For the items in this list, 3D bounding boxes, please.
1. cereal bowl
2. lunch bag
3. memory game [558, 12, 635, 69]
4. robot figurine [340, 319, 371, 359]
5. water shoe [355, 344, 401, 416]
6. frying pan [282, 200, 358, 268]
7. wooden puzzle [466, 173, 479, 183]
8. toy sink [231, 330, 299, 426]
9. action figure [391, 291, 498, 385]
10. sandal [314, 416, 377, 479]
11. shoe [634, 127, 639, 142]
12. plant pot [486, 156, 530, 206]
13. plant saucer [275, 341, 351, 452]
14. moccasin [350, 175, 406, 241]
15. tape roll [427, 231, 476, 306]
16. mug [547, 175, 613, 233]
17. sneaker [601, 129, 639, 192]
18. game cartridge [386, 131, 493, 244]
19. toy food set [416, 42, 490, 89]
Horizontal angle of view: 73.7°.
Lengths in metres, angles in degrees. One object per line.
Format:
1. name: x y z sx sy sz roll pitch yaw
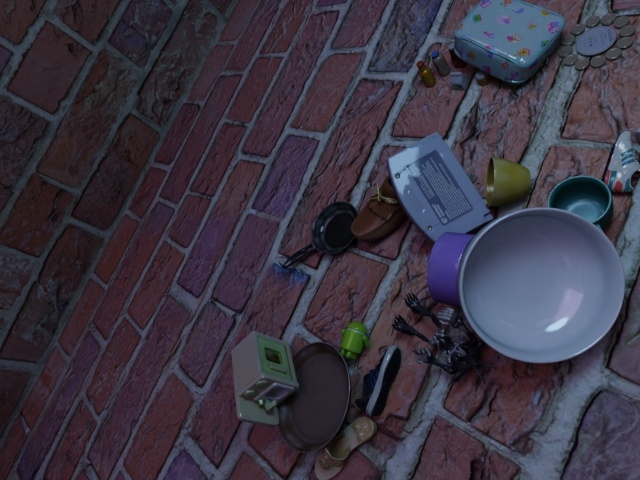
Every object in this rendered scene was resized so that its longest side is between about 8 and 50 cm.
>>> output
1. cereal bowl: 0.475 0.095 0.974 0.339 0.141 0.338 0 91 6
2. lunch bag: 0.568 -0.611 1.286 0.279 0.108 0.224 39 83 25
3. memory game: 0.775 -0.561 1.204 0.186 0.012 0.186 -18 58 31
4. robot figurine: 0.100 0.294 1.271 0.101 0.067 0.115 3 70 50
5. water shoe: 0.154 0.378 1.183 0.080 0.073 0.203 14 77 44
6. frying pan: 0.019 0.011 1.487 0.197 0.053 0.326 37 95 43
7. wooden puzzle: 0.438 -0.177 1.281 0.083 0.006 0.049 23 83 43
8. toy sink: -0.166 0.418 1.303 0.131 0.153 0.234 -43 39 22
9. action figure: 0.303 0.252 1.086 0.276 0.141 0.164 33 89 46
10. sandal: 0.046 0.566 1.170 0.240 0.079 0.088 -46 48 11
11. shoe: 0.823 -0.226 0.968 0.081 0.063 0.178 -46 53 9
12. plant pot: 0.506 -0.157 1.149 0.095 0.134 0.134 2 68 13
13. plant saucer: -0.016 0.459 1.265 0.311 0.050 0.310 -27 49 36
14. moccasin: 0.237 -0.147 1.328 0.380 0.147 0.139 -40 49 16
15. tape roll: 0.354 0.074 1.098 0.080 0.189 0.188 9 75 41
16. mug: 0.620 -0.063 1.020 0.130 0.097 0.157 9 75 40
17. sneaker: 0.736 -0.186 1.028 0.075 0.057 0.161 19 79 25
18. game cartridge: 0.322 -0.139 1.209 0.198 0.062 0.297 -29 80 5
19. toy food set: 0.442 -0.576 1.409 0.232 0.104 0.111 22 83 42
